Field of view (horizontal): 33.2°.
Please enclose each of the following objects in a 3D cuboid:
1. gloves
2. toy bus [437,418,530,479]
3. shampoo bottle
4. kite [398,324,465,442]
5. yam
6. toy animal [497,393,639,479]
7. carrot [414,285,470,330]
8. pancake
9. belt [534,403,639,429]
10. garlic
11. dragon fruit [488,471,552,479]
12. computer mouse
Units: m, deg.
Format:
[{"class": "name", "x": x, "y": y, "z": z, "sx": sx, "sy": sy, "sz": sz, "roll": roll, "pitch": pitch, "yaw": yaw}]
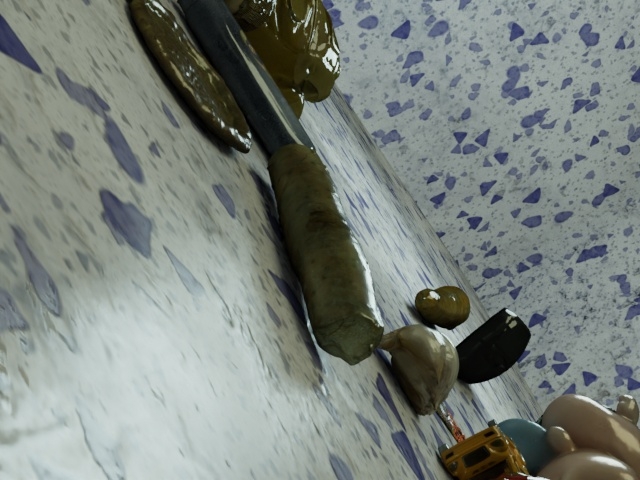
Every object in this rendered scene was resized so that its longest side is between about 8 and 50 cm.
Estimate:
[{"class": "gloves", "x": -0.054, "y": -0.273, "z": 1.413, "sx": 0.154, "sy": 0.141, "sz": 0.331, "roll": 61, "pitch": 8, "yaw": 28}, {"class": "toy bus", "x": 0.185, "y": 0.250, "z": 1.157, "sx": 0.074, "sy": 0.069, "sz": 0.162, "roll": 65, "pitch": 9, "yaw": 27}, {"class": "shampoo bottle", "x": -0.085, "y": -0.187, "z": 1.226, "sx": 0.234, "sy": 0.049, "sz": 0.087, "roll": 58, "pitch": 6, "yaw": 0}, {"class": "kite", "x": 0.132, "y": 0.183, "z": 1.324, "sx": 0.222, "sy": 0.008, "sz": 0.125, "roll": 61, "pitch": 11, "yaw": 24}, {"class": "yam", "x": 0.000, "y": 0.000, "z": 0.975, "sx": 0.071, "sy": 0.067, "sz": 0.317, "roll": 44, "pitch": 15, "yaw": -30}, {"class": "toy animal", "x": 0.361, "y": 0.331, "z": 1.445, "sx": 0.229, "sy": 0.210, "sz": 0.221, "roll": 13, "pitch": 24, "yaw": -28}, {"class": "carrot", "x": 0.189, "y": 0.104, "z": 1.756, "sx": 0.078, "sy": 0.078, "sz": 0.298, "roll": 60, "pitch": 11, "yaw": 14}, {"class": "pancake", "x": -0.122, "y": -0.160, "z": 1.006, "sx": 0.199, "sy": 0.021, "sz": 0.199, "roll": 55, "pitch": 8, "yaw": -11}, {"class": "belt", "x": 0.469, "y": 0.400, "z": 1.766, "sx": 0.295, "sy": 0.207, "sz": 0.160, "roll": 49, "pitch": -1, "yaw": 41}, {"class": "garlic", "x": 0.111, "y": 0.132, "z": 1.144, "sx": 0.094, "sy": 0.074, "sz": 0.113, "roll": 51, "pitch": -10, "yaw": 21}, {"class": "dragon fruit", "x": 0.149, "y": 0.231, "z": 0.784, "sx": 0.166, "sy": 0.133, "sz": 0.136, "roll": 50, "pitch": 18, "yaw": -52}, {"class": "computer mouse", "x": 0.285, "y": 0.180, "z": 1.781, "sx": 0.086, "sy": 0.137, "sz": 0.269, "roll": 50, "pitch": 5, "yaw": 9}]
